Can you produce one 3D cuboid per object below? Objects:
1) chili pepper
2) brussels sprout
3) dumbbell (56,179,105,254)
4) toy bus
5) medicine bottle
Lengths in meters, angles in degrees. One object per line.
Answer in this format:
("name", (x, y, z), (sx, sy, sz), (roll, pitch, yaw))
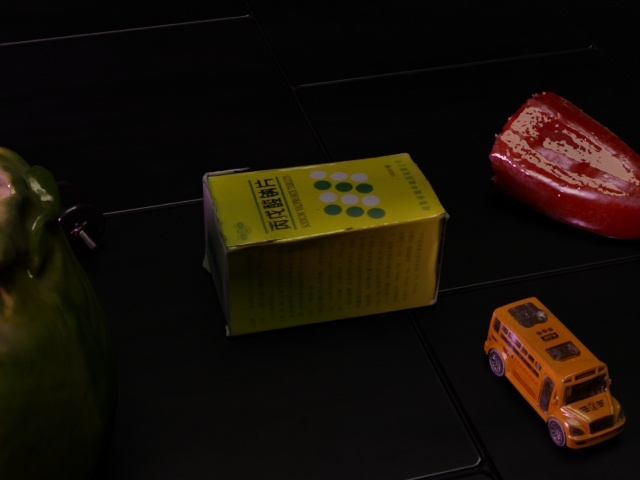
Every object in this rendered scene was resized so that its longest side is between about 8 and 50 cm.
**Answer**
("chili pepper", (0.332, -0.074, 1.322), (0.252, 0.136, 0.144), (34, 21, 26))
("brussels sprout", (-0.321, 0.102, 0.915), (0.275, 0.315, 0.371), (-14, 54, -2))
("dumbbell", (-0.297, -0.027, 1.275), (0.069, 0.069, 0.147), (-23, 43, -27))
("toy bus", (0.233, 0.130, 1.072), (0.069, 0.074, 0.162), (-15, 39, -21))
("medicine bottle", (0.000, 0.000, 1.190), (0.250, 0.141, 0.137), (-9, 42, -11))
